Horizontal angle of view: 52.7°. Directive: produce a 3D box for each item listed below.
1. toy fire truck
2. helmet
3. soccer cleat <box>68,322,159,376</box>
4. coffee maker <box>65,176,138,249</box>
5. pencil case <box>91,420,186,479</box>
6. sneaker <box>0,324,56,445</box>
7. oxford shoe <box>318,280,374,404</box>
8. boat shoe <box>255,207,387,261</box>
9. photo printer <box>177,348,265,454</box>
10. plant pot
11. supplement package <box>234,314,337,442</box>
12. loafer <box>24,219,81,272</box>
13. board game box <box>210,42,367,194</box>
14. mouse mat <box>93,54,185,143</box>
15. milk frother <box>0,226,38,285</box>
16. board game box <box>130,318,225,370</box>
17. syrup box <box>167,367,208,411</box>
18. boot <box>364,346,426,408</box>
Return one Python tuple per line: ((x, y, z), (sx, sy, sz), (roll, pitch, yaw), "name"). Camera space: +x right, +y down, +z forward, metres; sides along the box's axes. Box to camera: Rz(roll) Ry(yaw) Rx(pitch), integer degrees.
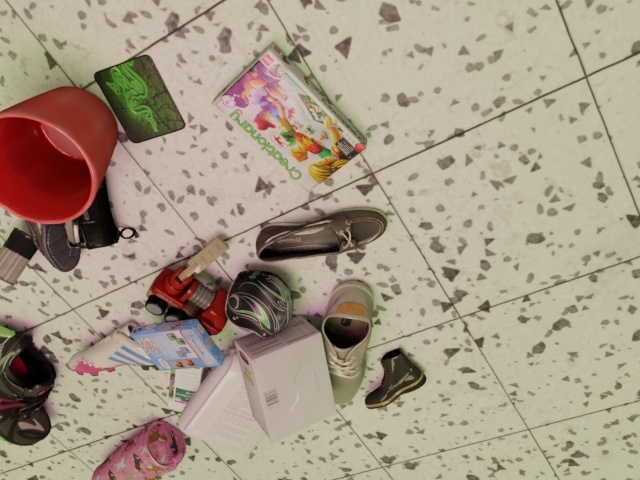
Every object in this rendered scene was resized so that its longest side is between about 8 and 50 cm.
((-0.310, 0.124, 1.707), (0.217, 0.158, 0.246), (36, 137, -16), "toy fire truck")
((-0.150, 0.165, 1.698), (0.162, 0.169, 0.169), (19, 127, 16), "helmet")
((-0.595, 0.310, 1.908), (0.332, 0.116, 0.143), (-7, 108, 10), "soccer cleat")
((-0.567, -0.081, 1.626), (0.171, 0.120, 0.178), (-18, 131, -26), "coffee maker")
((-0.618, 0.760, 2.185), (0.167, 0.160, 0.386), (33, 123, -24), "pencil case")
((-0.929, 0.474, 2.014), (0.203, 0.185, 0.482), (5, 127, 9), "sneaker")
((0.057, 0.313, 1.794), (0.169, 0.130, 0.449), (9, 127, 0), "oxford shoe")
((0.000, 0.000, 1.599), (0.336, 0.095, 0.112), (-8, 123, 14), "boat shoe")
((-0.232, 0.464, 1.898), (0.256, 0.107, 0.307), (29, 105, -27), "photo printer")
((-0.589, -0.209, 1.447), (0.275, 0.243, 0.274), (4, 125, 6), "plant pot")
((-0.095, 0.372, 1.764), (0.204, 0.145, 0.261), (-19, 112, -21), "supplement package")
((-0.711, -0.059, 1.672), (0.095, 0.109, 0.302), (11, 126, 33), "loafer")
((-0.068, -0.264, 1.450), (0.193, 0.053, 0.305), (-36, 113, 28), "board game box")
((-0.415, -0.321, 1.490), (0.153, 0.007, 0.189), (-14, 121, 17), "mouse mat")
((-0.783, 0.059, 1.724), (0.143, 0.129, 0.134), (32, 79, -7), "milk frother")
((-0.387, 0.286, 1.755), (0.212, 0.039, 0.160), (-10, 128, 25), "board game box")
((-0.395, 0.408, 1.943), (0.093, 0.096, 0.236), (14, 125, 0), "syrup box")
((0.187, 0.394, 1.873), (0.198, 0.077, 0.137), (-33, 110, 12), "boot")
